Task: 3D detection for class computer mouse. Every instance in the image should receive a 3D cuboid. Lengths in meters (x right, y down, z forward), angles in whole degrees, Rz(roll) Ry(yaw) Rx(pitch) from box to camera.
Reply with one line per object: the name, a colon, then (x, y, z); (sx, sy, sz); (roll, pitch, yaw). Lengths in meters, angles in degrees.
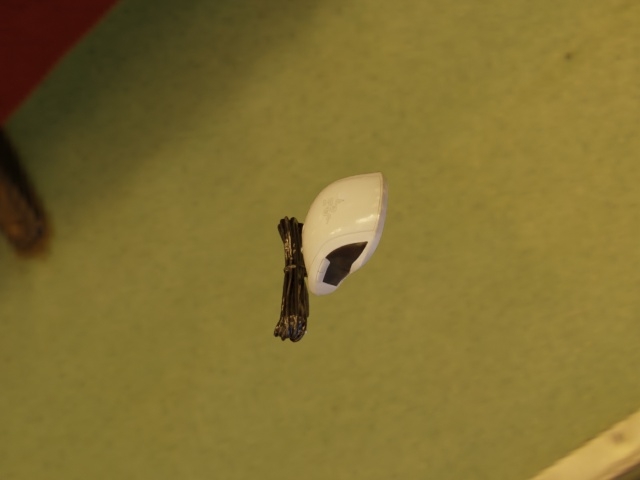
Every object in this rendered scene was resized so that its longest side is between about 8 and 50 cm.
computer mouse: (0.000, 0.000, 1.441); (0.193, 0.042, 0.106); (129, 151, -61)
